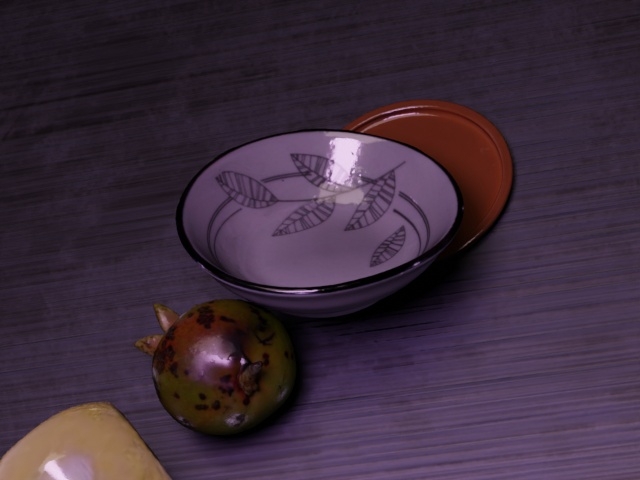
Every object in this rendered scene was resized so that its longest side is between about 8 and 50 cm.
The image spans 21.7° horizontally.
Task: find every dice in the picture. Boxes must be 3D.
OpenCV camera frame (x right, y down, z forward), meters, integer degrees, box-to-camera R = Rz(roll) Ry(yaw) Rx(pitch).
[{"bbox_3d":[-0.227,0.283,1.713,0.166,0.169,0.169,-37,52,-9],"label":"dice"}]

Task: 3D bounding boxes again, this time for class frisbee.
[{"bbox_3d":[0.103,-0.065,1.956,0.251,0.021,0.250,-10,51,12],"label":"frisbee"}]

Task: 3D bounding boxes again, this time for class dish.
[{"bbox_3d":[0.000,0.000,1.835,0.317,0.106,0.316,-1,35,1],"label":"dish"}]

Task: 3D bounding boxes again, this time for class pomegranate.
[{"bbox_3d":[-0.122,0.121,1.815,0.156,0.156,0.220,-41,48,-13],"label":"pomegranate"}]
